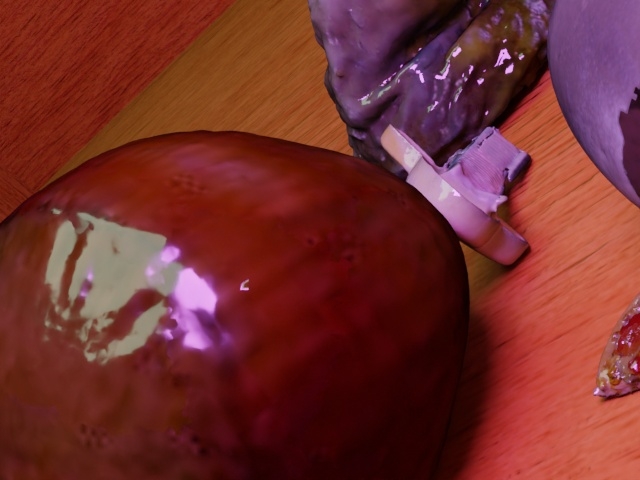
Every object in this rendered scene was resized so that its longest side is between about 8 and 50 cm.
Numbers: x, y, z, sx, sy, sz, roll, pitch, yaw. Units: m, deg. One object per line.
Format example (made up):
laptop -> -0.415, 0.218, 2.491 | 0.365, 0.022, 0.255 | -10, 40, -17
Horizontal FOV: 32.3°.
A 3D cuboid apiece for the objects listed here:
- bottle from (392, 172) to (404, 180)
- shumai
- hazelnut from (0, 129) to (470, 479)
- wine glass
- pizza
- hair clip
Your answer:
bottle -> 0.000, 0.000, 1.218 | 0.253, 0.079, 0.096 | -31, 20, 44
shumai -> 0.083, -0.242, 1.216 | 0.304, 0.263, 0.309 | -17, 37, 53
hazelnut -> -0.080, 0.086, 0.852 | 0.421, 0.353, 0.421 | -37, 5, 4
wine glass -> 0.263, -0.146, 0.718 | 0.238, 0.238, 0.323 | -39, 25, 27
pizza -> 0.222, 0.049, 0.730 | 0.100, 0.029, 0.099 | -31, 25, 40
hair clip -> 0.122, -0.053, 0.967 | 0.071, 0.159, 0.218 | -54, -2, 21
